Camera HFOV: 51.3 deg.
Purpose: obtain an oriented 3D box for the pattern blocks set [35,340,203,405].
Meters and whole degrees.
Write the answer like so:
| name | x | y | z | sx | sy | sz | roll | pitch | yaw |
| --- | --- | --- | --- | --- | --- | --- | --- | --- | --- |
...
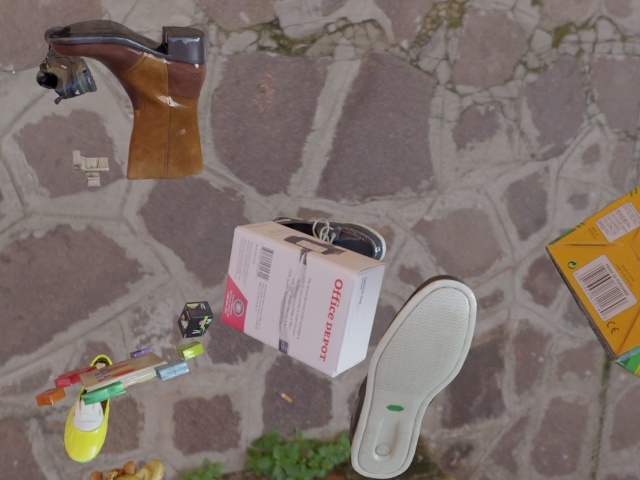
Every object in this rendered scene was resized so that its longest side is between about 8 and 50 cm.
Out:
| name | x | y | z | sx | sy | sz | roll | pitch | yaw |
| --- | --- | --- | --- | --- | --- | --- | --- | --- | --- |
| pattern blocks set | -0.345 | 0.234 | 1.170 | 0.285 | 0.325 | 0.026 | -16 | 92 | -15 |

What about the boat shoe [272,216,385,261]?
| name | x | y | z | sx | sy | sz | roll | pitch | yaw |
| --- | --- | --- | --- | --- | --- | --- | --- | --- | --- |
| boat shoe | 0.000 | 0.000 | 1.278 | 0.079 | 0.254 | 0.095 | -13 | 115 | -57 |

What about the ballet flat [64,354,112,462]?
| name | x | y | z | sx | sy | sz | roll | pitch | yaw |
| --- | --- | --- | --- | --- | --- | --- | --- | --- | --- |
| ballet flat | -0.443 | 0.313 | 1.287 | 0.077 | 0.231 | 0.077 | 7 | 124 | -8 |

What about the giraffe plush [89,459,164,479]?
| name | x | y | z | sx | sy | sz | roll | pitch | yaw |
| --- | --- | --- | --- | --- | --- | --- | --- | --- | --- |
| giraffe plush | -0.254 | 0.378 | 0.832 | 0.181 | 0.170 | 0.210 | 1 | 130 | -22 |

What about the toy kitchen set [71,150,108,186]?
| name | x | y | z | sx | sy | sz | roll | pitch | yaw |
| --- | --- | --- | --- | --- | --- | --- | --- | --- | --- |
| toy kitchen set | -0.546 | -0.171 | 1.587 | 0.083 | 0.075 | 0.068 | -5 | 80 | -23 |

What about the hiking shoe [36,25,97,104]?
| name | x | y | z | sx | sy | sz | roll | pitch | yaw |
| --- | --- | --- | --- | --- | --- | --- | --- | --- | --- |
| hiking shoe | -0.603 | -0.405 | 1.516 | 0.114 | 0.227 | 0.086 | -28 | 149 | -16 |

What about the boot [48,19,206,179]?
| name | x | y | z | sx | sy | sz | roll | pitch | yaw |
| --- | --- | --- | --- | --- | --- | --- | --- | --- | --- |
| boot | -0.338 | -0.243 | 1.194 | 0.264 | 0.096 | 0.280 | -5 | 126 | -22 |

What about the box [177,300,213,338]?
| name | x | y | z | sx | sy | sz | roll | pitch | yaw |
| --- | --- | --- | --- | --- | --- | --- | --- | --- | --- |
| box | -0.314 | 0.198 | 1.670 | 0.062 | 0.052 | 0.083 | -2 | 137 | -36 |

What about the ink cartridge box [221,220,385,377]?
| name | x | y | z | sx | sy | sz | roll | pitch | yaw |
| --- | --- | --- | --- | --- | --- | --- | --- | --- | --- |
| ink cartridge box | -0.031 | 0.086 | 1.067 | 0.100 | 0.237 | 0.172 | -13 | 118 | -55 |

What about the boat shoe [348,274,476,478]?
| name | x | y | z | sx | sy | sz | roll | pitch | yaw |
| --- | --- | --- | --- | --- | --- | --- | --- | --- | --- |
| boat shoe | 0.082 | 0.126 | 0.658 | 0.084 | 0.079 | 0.233 | 16 | 116 | -6 |

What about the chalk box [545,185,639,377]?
| name | x | y | z | sx | sy | sz | roll | pitch | yaw |
| --- | --- | --- | --- | --- | --- | --- | --- | --- | --- |
| chalk box | 0.458 | 0.070 | 0.873 | 0.179 | 0.180 | 0.289 | -36 | 144 | 23 |
